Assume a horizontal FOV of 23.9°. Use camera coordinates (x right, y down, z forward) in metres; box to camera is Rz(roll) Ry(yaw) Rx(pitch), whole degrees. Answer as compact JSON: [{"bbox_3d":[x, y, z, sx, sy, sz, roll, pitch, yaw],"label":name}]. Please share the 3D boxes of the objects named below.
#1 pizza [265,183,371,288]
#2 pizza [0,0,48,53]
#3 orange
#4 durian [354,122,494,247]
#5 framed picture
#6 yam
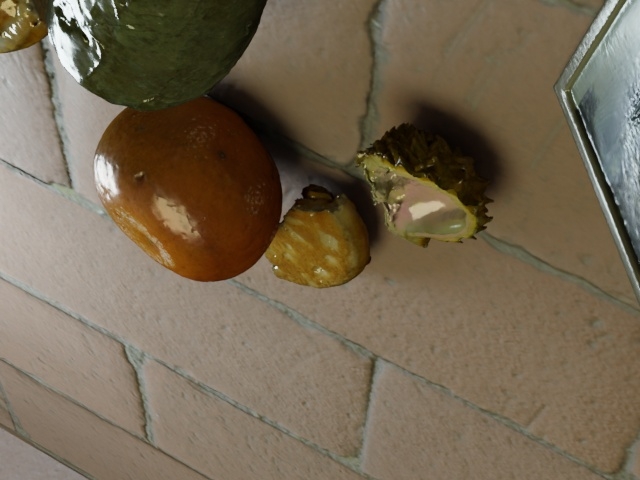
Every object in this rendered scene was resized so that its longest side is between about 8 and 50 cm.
[{"bbox_3d":[0.000,-0.003,1.717,0.127,0.058,0.246,30,155,7],"label":"pizza"},{"bbox_3d":[-0.411,-0.318,1.652,0.189,0.071,0.297,2,138,49],"label":"pizza"},{"bbox_3d":[-0.140,-0.061,1.654,0.224,0.170,0.224,38,163,14],"label":"orange"},{"bbox_3d":[0.108,-0.052,1.502,0.140,0.078,0.224,17,162,8],"label":"durian"},{"bbox_3d":[0.267,-0.099,1.128,0.315,0.024,0.232,113,143,-62],"label":"framed picture"},{"bbox_3d":[-0.133,-0.250,1.318,0.195,0.195,0.300,35,153,0],"label":"yam"}]
